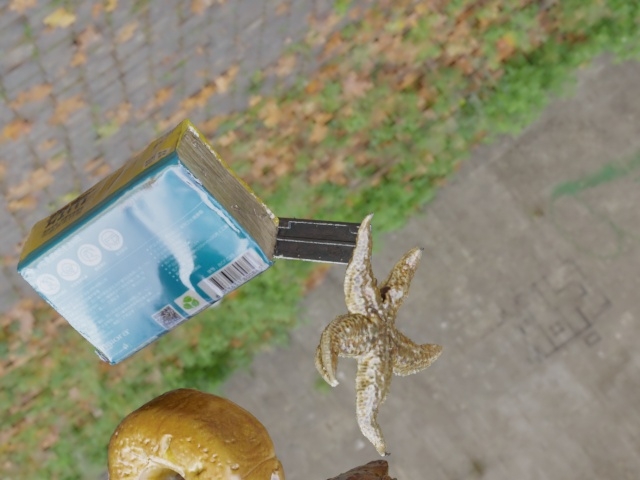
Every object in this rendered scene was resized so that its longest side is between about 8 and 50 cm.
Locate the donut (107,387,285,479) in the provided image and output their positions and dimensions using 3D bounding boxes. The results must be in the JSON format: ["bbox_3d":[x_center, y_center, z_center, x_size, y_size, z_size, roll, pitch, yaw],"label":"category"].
[{"bbox_3d":[-0.138,0.273,1.421,0.226,0.227,0.113,-41,166,33],"label":"donut"}]

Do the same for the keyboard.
[{"bbox_3d":[0.000,0.000,1.958,0.202,0.067,0.011,5,-172,43],"label":"keyboard"}]

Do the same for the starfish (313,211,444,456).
[{"bbox_3d":[0.073,0.107,1.507,0.062,0.277,0.235,-8,179,41],"label":"starfish"}]

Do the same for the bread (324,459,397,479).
[{"bbox_3d":[0.019,0.435,1.931,0.246,0.135,0.232,-30,-176,-3],"label":"bread"}]

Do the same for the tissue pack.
[{"bbox_3d":[-0.207,0.003,1.579,0.270,0.192,0.134,-32,-158,20],"label":"tissue pack"}]
